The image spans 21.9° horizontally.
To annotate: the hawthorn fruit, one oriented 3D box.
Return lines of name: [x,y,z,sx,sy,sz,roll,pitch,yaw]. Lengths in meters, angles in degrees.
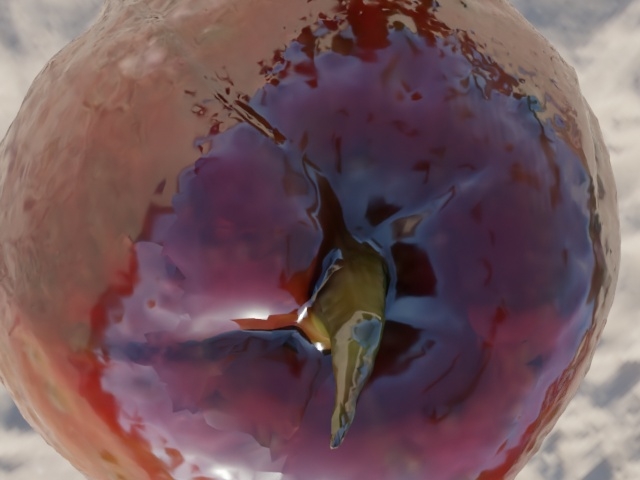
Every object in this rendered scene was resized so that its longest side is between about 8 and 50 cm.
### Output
hawthorn fruit: [-0.005,-0.005,0.631,0.258,0.258,0.262,-20,167,-24]
